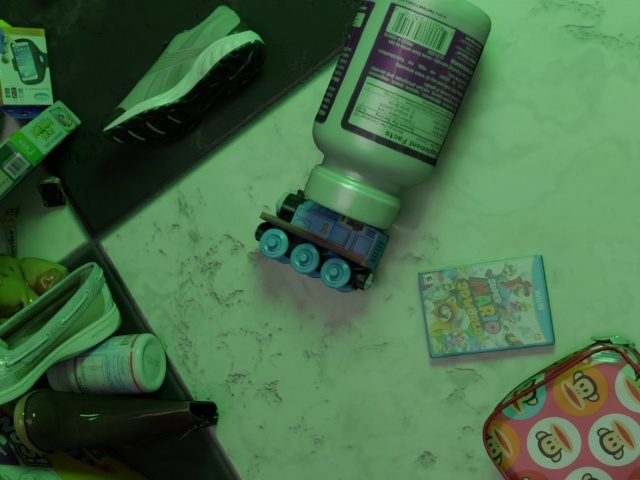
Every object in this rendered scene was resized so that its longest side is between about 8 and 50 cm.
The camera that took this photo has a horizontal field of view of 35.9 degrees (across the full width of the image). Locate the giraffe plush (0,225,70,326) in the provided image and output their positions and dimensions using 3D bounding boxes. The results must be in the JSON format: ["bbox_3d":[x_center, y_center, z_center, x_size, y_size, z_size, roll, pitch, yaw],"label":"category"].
[{"bbox_3d":[-0.487,0.078,1.465,0.181,0.170,0.210,-25,83,17],"label":"giraffe plush"}]

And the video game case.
[{"bbox_3d":[0.220,0.089,1.318,0.166,0.015,0.119,-9,87,18],"label":"video game case"}]

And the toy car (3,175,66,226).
[{"bbox_3d":[-0.444,-0.068,1.513,0.122,0.060,0.040,-18,53,11],"label":"toy car"}]

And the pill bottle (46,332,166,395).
[{"bbox_3d":[-0.316,0.185,1.454,0.160,0.087,0.087,-6,88,18],"label":"pill bottle"}]

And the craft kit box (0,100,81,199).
[{"bbox_3d":[-0.473,-0.079,1.424,0.250,0.246,0.061,-41,102,13],"label":"craft kit box"}]

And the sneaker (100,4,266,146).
[{"bbox_3d":[-0.204,-0.230,1.420,0.272,0.100,0.108,-34,66,12],"label":"sneaker"}]

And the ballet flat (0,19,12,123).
[{"bbox_3d":[-0.531,-0.231,1.526,0.077,0.077,0.230,18,96,18],"label":"ballet flat"}]

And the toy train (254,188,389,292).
[{"bbox_3d":[0.000,0.000,1.359,0.184,0.080,0.105,25,89,18],"label":"toy train"}]

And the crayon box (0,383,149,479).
[{"bbox_3d":[-0.460,0.306,1.383,0.363,0.313,0.106,37,104,14],"label":"crayon box"}]

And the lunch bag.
[{"bbox_3d":[0.372,0.272,1.215,0.258,0.120,0.293,-35,80,14],"label":"lunch bag"}]

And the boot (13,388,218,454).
[{"bbox_3d":[-0.276,0.238,1.362,0.207,0.248,0.090,-13,72,15],"label":"boot"}]

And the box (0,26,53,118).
[{"bbox_3d":[-0.453,-0.254,1.499,0.028,0.081,0.136,-13,85,50],"label":"box"}]

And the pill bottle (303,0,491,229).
[{"bbox_3d":[0.090,-0.174,1.279,0.169,0.169,0.301,25,98,16],"label":"pill bottle"}]

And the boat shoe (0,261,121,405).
[{"bbox_3d":[-0.419,0.139,1.365,0.118,0.320,0.103,9,119,44],"label":"boat shoe"}]
